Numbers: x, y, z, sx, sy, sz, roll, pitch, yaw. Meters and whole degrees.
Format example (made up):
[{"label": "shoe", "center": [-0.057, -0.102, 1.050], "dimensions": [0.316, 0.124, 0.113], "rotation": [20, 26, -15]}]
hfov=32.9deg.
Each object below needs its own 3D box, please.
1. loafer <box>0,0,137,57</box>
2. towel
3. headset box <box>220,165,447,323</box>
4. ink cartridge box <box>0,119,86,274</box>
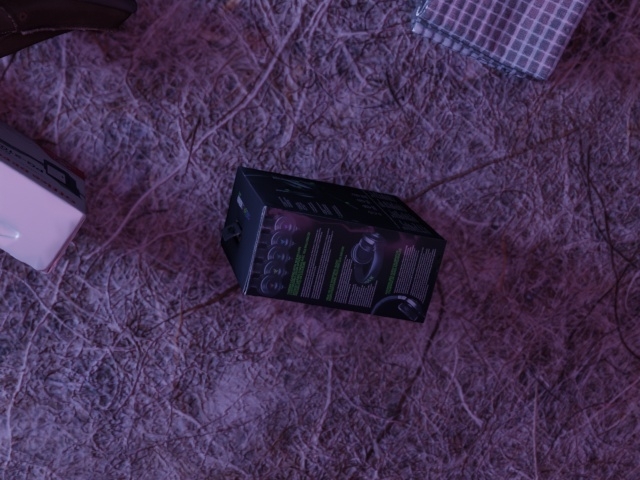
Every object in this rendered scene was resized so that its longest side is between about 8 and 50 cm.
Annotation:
[{"label": "loafer", "center": [-0.413, -0.303, 1.398], "dimensions": [0.366, 0.134, 0.130], "rotation": [-4, 128, -38]}, {"label": "towel", "center": [0.285, -0.390, 1.573], "dimensions": [0.235, 0.121, 0.284], "rotation": [22, 101, -18]}, {"label": "headset box", "center": [0.000, 0.000, 1.561], "dimensions": [0.283, 0.246, 0.131], "rotation": [10, 104, -17]}, {"label": "ink cartridge box", "center": [-0.410, -0.070, 1.448], "dimensions": [0.172, 0.237, 0.100], "rotation": [34, 97, -20]}]
